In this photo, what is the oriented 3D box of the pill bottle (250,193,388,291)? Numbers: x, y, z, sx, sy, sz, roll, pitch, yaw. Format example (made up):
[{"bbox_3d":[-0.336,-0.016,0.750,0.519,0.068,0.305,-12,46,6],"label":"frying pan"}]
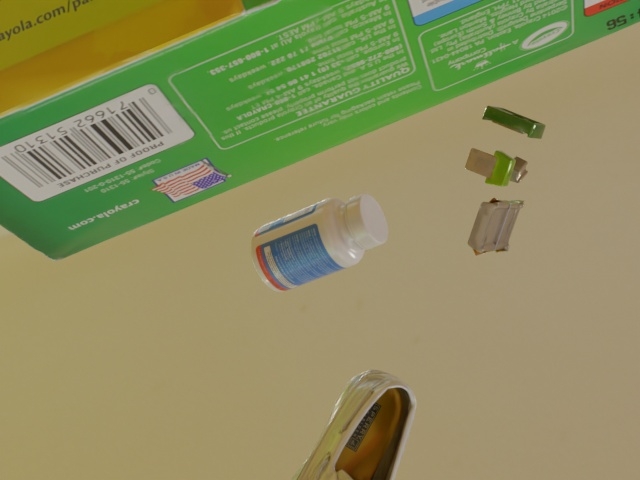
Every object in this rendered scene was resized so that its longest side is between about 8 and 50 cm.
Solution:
[{"bbox_3d":[0.000,0.000,1.761,0.221,0.124,0.124,-21,-136,28],"label":"pill bottle"}]

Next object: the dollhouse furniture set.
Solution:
[{"bbox_3d":[0.183,-0.063,1.090,0.058,0.076,0.152,26,-72,31],"label":"dollhouse furniture set"}]

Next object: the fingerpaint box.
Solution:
[{"bbox_3d":[-0.027,-0.248,0.587,0.444,0.163,0.371,-22,-114,6],"label":"fingerpaint box"}]

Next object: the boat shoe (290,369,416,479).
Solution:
[{"bbox_3d":[0.040,0.356,1.406,0.367,0.135,0.156,-61,-168,-10],"label":"boat shoe"}]
